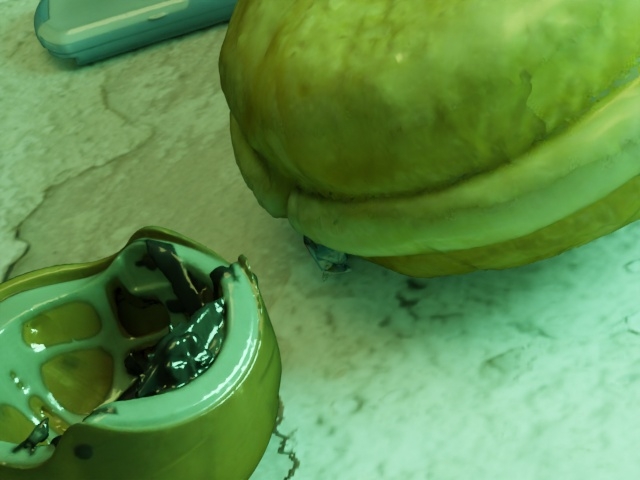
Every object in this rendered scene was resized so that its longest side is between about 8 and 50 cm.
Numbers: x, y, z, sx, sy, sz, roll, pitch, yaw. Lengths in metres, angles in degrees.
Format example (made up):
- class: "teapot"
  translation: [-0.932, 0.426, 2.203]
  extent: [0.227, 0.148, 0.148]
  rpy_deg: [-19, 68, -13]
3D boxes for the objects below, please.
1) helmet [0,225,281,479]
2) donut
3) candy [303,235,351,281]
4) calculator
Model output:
- class: "helmet"
  translation: [-0.115, 0.096, 0.987]
  extent: [0.224, 0.130, 0.198]
  rpy_deg: [1, 35, 42]
- class: "donut"
  translation: [0.129, -0.169, 1.106]
  extent: [0.449, 0.198, 0.449]
  rpy_deg: [-26, 38, 23]
- class: "candy"
  translation: [-0.001, 0.000, 1.158]
  extent: [0.030, 0.020, 0.083]
  rpy_deg: [-18, 37, 1]
- class: "calculator"
  translation: [-0.142, -0.208, 1.492]
  extent: [0.210, 0.039, 0.121]
  rpy_deg: [-16, 36, 3]
